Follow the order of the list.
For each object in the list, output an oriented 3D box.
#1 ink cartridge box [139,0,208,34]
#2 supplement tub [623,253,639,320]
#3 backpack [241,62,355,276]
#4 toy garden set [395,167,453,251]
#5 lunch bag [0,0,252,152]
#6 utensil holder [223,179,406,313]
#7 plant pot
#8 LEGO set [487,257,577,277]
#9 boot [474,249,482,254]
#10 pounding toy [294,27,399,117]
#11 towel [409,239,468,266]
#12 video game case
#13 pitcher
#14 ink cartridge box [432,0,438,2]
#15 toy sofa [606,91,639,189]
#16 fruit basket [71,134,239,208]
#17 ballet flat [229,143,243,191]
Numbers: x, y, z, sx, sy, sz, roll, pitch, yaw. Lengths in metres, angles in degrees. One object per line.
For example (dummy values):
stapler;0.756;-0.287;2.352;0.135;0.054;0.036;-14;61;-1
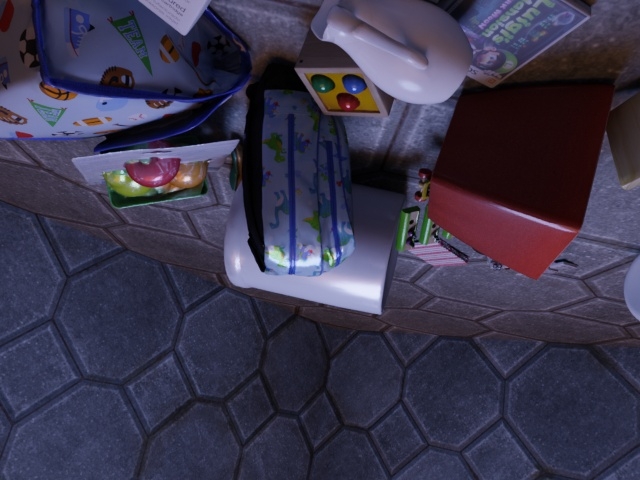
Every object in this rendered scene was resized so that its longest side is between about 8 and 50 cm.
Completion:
ink cartridge box;-0.161;-0.389;0.507;0.201;0.117;0.278;34;154;-24
supplement tub;1.002;0.143;1.241;0.315;0.229;0.228;13;161;-5
backpack;-0.050;-0.104;0.951;0.273;0.356;0.290;14;161;-8
toy garden set;0.295;-0.076;1.074;0.244;0.049;0.204;-14;131;-21
lunch bag;-0.348;-0.277;0.788;0.327;0.239;0.385;-3;-173;33
utensil holder;0.000;0.000;1.222;0.385;0.328;0.328;13;162;12
plant pot;0.334;-0.119;0.871;0.235;0.267;0.267;18;164;17
LEGO set;0.667;0.069;1.542;0.244;0.060;0.182;11;160;-28
boot;0.543;0.007;1.350;0.244;0.089;0.176;11;164;27
pounding toy;0.091;-0.255;0.795;0.205;0.094;0.181;11;163;28
towel;0.393;0.041;1.628;0.197;0.029;0.144;29;155;-36
video game case;0.249;-0.308;0.697;0.173;0.022;0.190;18;160;-19
pitcher;0.096;-0.255;0.625;0.207;0.178;0.126;23;121;-16
ink cartridge box;0.125;-0.362;0.560;0.099;0.056;0.135;14;161;-7
toy sofa;0.643;-0.128;0.736;0.362;0.150;0.177;17;151;-20
fruit basket;-0.378;-0.185;1.107;0.326;0.166;0.353;-11;176;-20
ballet flat;-0.198;-0.196;1.248;0.073;0.080;0.232;-13;169;-15
